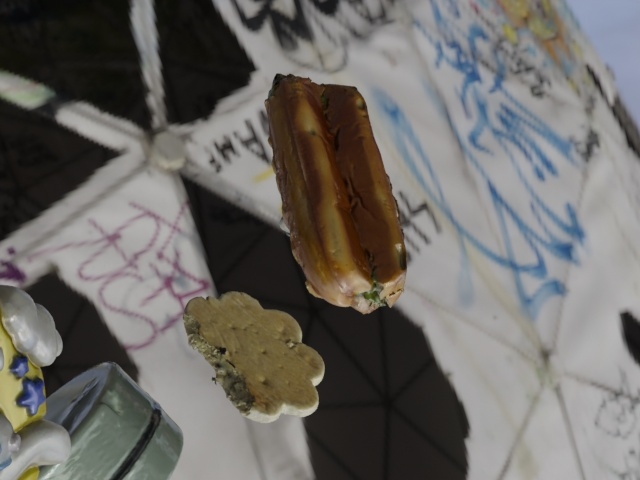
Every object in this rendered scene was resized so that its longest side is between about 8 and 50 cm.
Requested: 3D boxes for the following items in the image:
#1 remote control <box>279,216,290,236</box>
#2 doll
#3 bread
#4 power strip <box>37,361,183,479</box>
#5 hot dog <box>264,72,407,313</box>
[{"bbox_3d":[0.000,0.000,1.707,0.122,0.074,0.032,29,-92,23],"label":"remote control"},{"bbox_3d":[-0.275,0.135,0.887,0.111,0.237,0.252,3,169,24],"label":"doll"},{"bbox_3d":[-0.091,0.172,1.820,0.182,0.039,0.251,-7,-133,-40],"label":"bread"},{"bbox_3d":[-0.382,0.356,1.823,0.357,0.161,0.357,-38,-164,13],"label":"power strip"},{"bbox_3d":[0.014,-0.049,1.079,0.115,0.072,0.269,5,-133,-19],"label":"hot dog"}]
